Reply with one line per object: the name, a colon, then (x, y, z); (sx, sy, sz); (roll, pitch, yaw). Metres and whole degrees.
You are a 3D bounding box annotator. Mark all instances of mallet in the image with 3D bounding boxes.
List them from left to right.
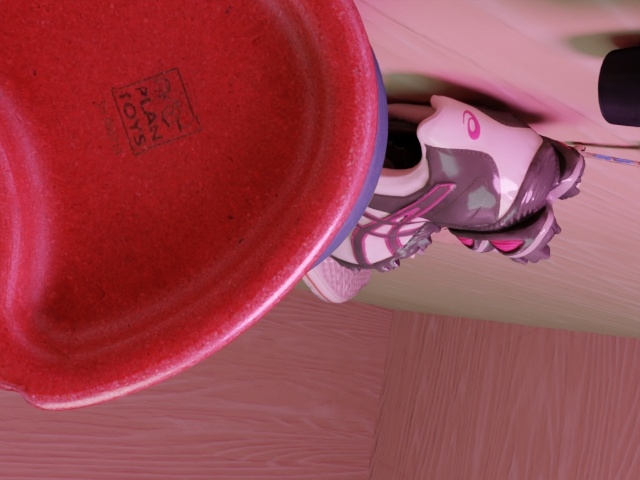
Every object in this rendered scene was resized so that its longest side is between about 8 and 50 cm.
mallet: (0.197, -0.064, 0.509); (0.062, 0.039, 0.190); (6, 177, 29)

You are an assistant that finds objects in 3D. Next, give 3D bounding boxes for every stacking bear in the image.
stacking bear: (-0.050, -0.050, 0.456); (0.164, 0.175, 0.289); (-19, -178, 5)

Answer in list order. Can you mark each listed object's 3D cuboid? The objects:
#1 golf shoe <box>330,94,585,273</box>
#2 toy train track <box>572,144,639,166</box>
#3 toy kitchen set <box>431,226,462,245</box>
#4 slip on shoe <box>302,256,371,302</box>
golf shoe: (0.054, -0.048, 0.672); (0.120, 0.105, 0.273); (32, 160, -25)
toy train track: (0.210, -0.057, 0.645); (0.083, 0.014, 0.048); (13, -177, 23)
toy kitchen set: (0.096, -0.048, 0.791); (0.083, 0.068, 0.075); (12, 146, -27)
slip on shoe: (0.000, 0.000, 1.037); (0.101, 0.123, 0.331); (12, 179, 9)
